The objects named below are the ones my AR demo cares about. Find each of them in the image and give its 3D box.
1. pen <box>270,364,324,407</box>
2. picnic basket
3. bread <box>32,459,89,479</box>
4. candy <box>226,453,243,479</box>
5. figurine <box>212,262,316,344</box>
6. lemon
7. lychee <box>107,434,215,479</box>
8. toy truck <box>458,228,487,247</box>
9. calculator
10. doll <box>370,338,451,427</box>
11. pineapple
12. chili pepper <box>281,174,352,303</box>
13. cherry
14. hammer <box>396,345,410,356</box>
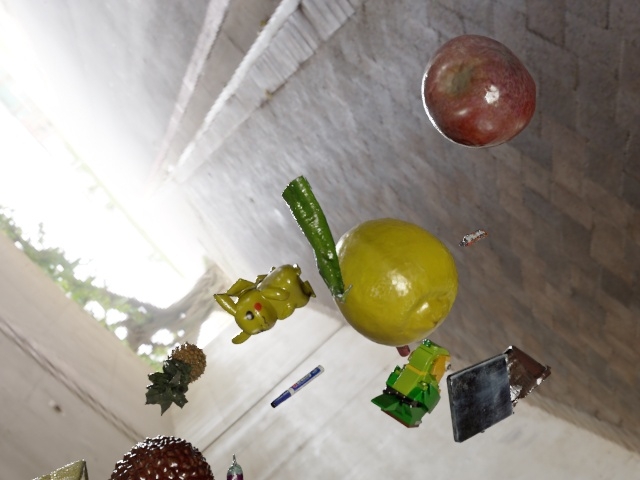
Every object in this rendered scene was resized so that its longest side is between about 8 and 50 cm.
[{"bbox_3d":[-0.059,0.380,1.937,0.025,0.204,0.025,18,120,33],"label":"pen"},{"bbox_3d":[0.533,0.394,2.102,0.129,0.222,0.297,48,-175,18],"label":"picnic basket"},{"bbox_3d":[-0.646,0.839,1.999,0.405,0.242,0.345,3,97,47],"label":"bread"},{"bbox_3d":[-0.197,0.585,1.719,0.045,0.043,0.174,135,131,-62],"label":"candy"},{"bbox_3d":[-0.187,0.198,2.467,0.169,0.327,0.218,31,155,55],"label":"figurine"},{"bbox_3d":[0.184,0.103,1.916,0.348,0.348,0.348,47,170,11],"label":"lemon"},{"bbox_3d":[-0.375,0.602,1.743,0.264,0.299,0.264,22,-166,-6],"label":"lychee"},{"bbox_3d":[0.384,-0.005,1.864,0.024,0.083,0.032,48,141,29],"label":"toy truck"},{"bbox_3d":[0.379,0.368,1.747,0.021,0.262,0.161,-7,90,43],"label":"calculator"},{"bbox_3d":[0.192,0.286,1.495,0.106,0.186,0.134,25,159,43],"label":"doll"},{"bbox_3d":[-0.369,0.346,1.917,0.119,0.130,0.277,27,-168,-3],"label":"pineapple"},{"bbox_3d":[0.000,0.001,1.718,0.076,0.085,0.359,12,-138,-45],"label":"chili pepper"},{"bbox_3d":[0.322,-0.291,1.496,0.239,0.206,0.239,43,-160,-20],"label":"cherry"},{"bbox_3d":[0.259,0.335,2.372,0.083,0.043,0.043,61,166,-22],"label":"hammer"}]
